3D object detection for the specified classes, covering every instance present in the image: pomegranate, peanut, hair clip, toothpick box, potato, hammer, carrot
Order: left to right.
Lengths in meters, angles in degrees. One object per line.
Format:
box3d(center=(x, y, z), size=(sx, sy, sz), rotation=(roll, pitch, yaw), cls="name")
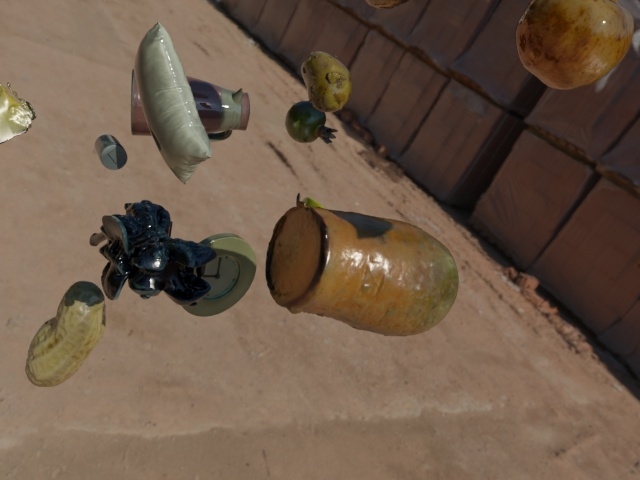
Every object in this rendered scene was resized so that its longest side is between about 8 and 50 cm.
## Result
box3d(center=(-0.659, 0.245, 1.530), size=(0.153, 0.325, 0.140), rotation=(35, 11, 17), cls="peanut")
box3d(center=(-0.420, -0.177, 1.168), size=(0.052, 0.052, 0.083), rotation=(13, 17, -35), cls="toothpick box")
box3d(center=(-0.604, -0.025, 1.691), size=(0.033, 0.287, 0.111), rotation=(7, 76, -40), cls="hammer")
box3d(center=(-0.389, 0.025, 1.330), size=(0.206, 0.195, 0.310), rotation=(-11, 32, -41), cls="hair clip")
box3d(center=(-0.026, -0.352, 1.741), size=(0.159, 0.130, 0.129), rotation=(7, 13, 26), cls="pomegranate")
box3d(center=(0.018, -0.418, 1.531), size=(0.137, 0.137, 0.176), rotation=(5, 59, -45), cls="potato")
box3d(center=(0.088, 0.059, 1.094), size=(0.340, 0.224, 0.224), rotation=(14, 28, -33), cls="carrot")
box3d(center=(0.540, -0.444, 1.248), size=(0.248, 0.248, 0.248), rotation=(25, 23, -12), cls="pomegranate")

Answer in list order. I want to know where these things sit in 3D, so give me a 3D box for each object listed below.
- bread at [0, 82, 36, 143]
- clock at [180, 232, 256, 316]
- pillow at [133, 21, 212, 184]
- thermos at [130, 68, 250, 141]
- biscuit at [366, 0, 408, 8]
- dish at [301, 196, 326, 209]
box3d(center=(-0.482, -0.206, 0.783), size=(0.140, 0.169, 0.160), rotation=(-29, 67, -34), cls="bread")
box3d(center=(-0.270, 0.090, 1.514), size=(0.234, 0.235, 0.029), rotation=(5, 22, -45), cls="clock")
box3d(center=(-0.262, -0.236, 1.035), size=(0.078, 0.144, 0.254), rotation=(-20, 91, -38), cls="pillow")
box3d(center=(-0.296, -0.297, 1.344), size=(0.264, 0.176, 0.146), rotation=(2, 61, -17), cls="thermos")
box3d(center=(0.141, -0.576, 1.246), size=(0.045, 0.154, 0.299), rotation=(15, 18, -27), cls="biscuit")
box3d(center=(0.000, 0.000, 1.786), size=(0.262, 0.108, 0.221), rotation=(52, -10, -11), cls="dish")
